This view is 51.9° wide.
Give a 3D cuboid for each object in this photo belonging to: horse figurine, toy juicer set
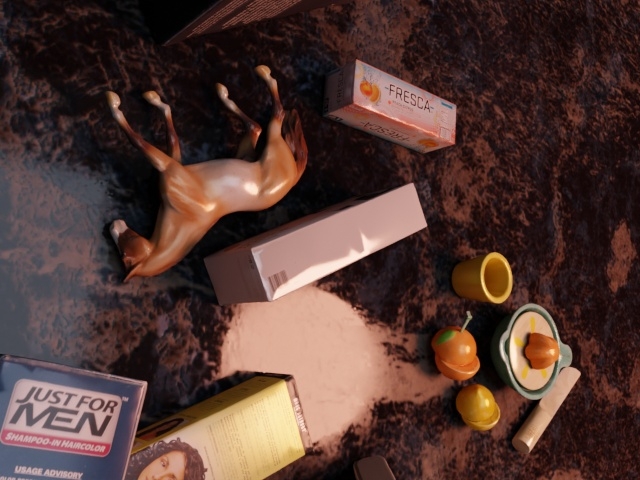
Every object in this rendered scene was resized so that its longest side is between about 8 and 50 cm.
[{"bbox_3d":[-0.102,-0.080,0.675,0.263,0.066,0.175,-20,91,-36],"label":"horse figurine"},{"bbox_3d":[0.282,0.188,0.926,0.329,0.089,0.209,44,59,-26],"label":"toy juicer set"}]

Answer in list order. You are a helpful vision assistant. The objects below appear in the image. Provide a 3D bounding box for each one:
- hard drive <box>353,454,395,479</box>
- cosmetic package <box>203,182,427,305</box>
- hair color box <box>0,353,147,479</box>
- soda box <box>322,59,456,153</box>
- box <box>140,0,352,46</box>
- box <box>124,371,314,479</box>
[{"bbox_3d":[0.094,0.410,0.687,0.040,0.203,0.308,-12,91,-4],"label":"hard drive"},{"bbox_3d":[0.000,0.000,0.724,0.239,0.099,0.061,-24,96,-38],"label":"cosmetic package"},{"bbox_3d":[-0.238,0.256,0.452,0.105,0.173,0.347,22,71,-33],"label":"hair color box"},{"bbox_3d":[0.091,-0.166,0.839,0.183,0.063,0.058,14,75,-37],"label":"soda box"},{"bbox_3d":[-0.063,-0.395,0.675,0.294,0.182,0.296,-29,102,-38],"label":"box"},{"bbox_3d":[-0.118,0.208,0.627,0.232,0.058,0.087,-20,96,-39],"label":"box"}]
